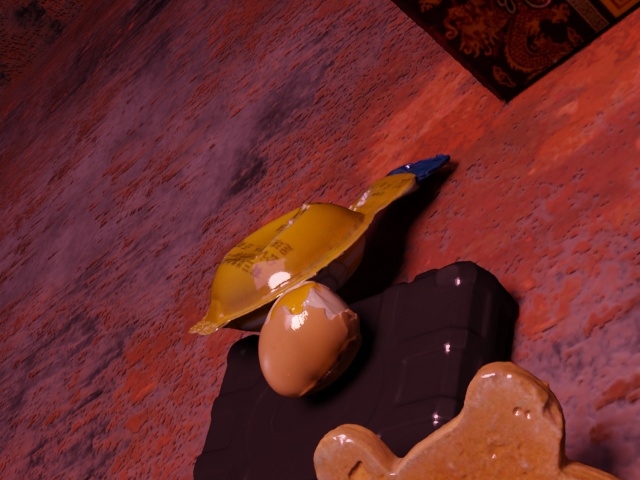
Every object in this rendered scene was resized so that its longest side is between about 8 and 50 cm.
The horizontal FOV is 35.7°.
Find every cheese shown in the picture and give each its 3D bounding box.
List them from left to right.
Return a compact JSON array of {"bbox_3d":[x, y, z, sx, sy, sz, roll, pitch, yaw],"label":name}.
[{"bbox_3d":[0.000,0.000,0.858,0.270,0.069,0.177,-38,12,-22],"label":"cheese"}]

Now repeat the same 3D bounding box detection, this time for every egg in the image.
[{"bbox_3d":[-0.011,0.074,0.723,0.083,0.071,0.071,-52,29,4],"label":"egg"}]

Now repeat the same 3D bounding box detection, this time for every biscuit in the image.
[{"bbox_3d":[0.061,0.169,0.590,0.234,0.153,0.030,-38,-4,25],"label":"biscuit"}]

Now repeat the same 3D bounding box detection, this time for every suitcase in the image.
[{"bbox_3d":[0.013,0.140,0.759,0.285,0.066,0.206,-24,40,42],"label":"suitcase"}]

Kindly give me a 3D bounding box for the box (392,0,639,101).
[{"bbox_3d":[0.211,-0.323,0.761,0.415,0.264,0.116,-37,35,29],"label":"box"}]
